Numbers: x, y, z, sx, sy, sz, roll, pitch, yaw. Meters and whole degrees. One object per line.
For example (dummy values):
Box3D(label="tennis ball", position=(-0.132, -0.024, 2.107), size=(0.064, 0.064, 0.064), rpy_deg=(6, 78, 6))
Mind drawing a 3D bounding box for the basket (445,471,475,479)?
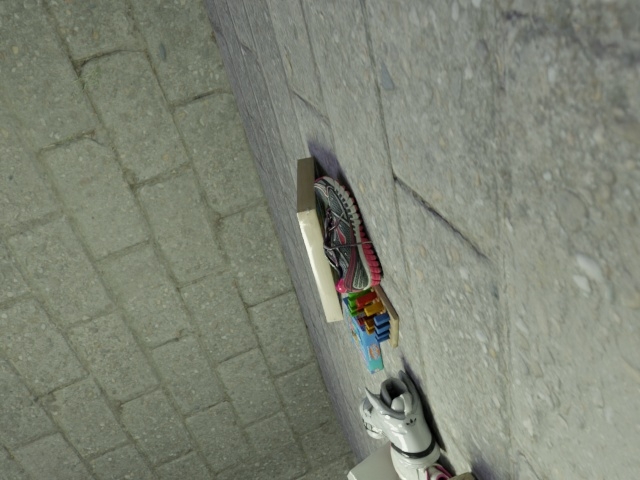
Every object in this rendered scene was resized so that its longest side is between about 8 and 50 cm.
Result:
Box3D(label="basket", position=(0.260, 0.739, 1.164), size=(0.266, 0.331, 0.328), rpy_deg=(-126, 18, -63))

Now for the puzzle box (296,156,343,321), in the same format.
Box3D(label="puzzle box", position=(0.000, 0.000, 1.585), size=(0.272, 0.052, 0.409), rpy_deg=(-92, -9, -51))

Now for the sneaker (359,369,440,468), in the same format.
Box3D(label="sneaker", position=(0.192, 0.455, 1.523), size=(0.210, 0.137, 0.366), rpy_deg=(71, 165, -12))

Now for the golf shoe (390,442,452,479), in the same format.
Box3D(label="golf shoe", position=(0.289, 0.617, 1.449), size=(0.306, 0.115, 0.140), rpy_deg=(47, 148, 47))

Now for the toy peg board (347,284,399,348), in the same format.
Box3D(label="toy peg board", position=(0.132, 0.193, 1.437), size=(0.161, 0.079, 0.161), rpy_deg=(81, 165, -53))

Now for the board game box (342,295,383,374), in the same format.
Box3D(label="board game box", position=(0.134, 0.296, 1.736), size=(0.160, 0.047, 0.210), rpy_deg=(-123, 16, -49))

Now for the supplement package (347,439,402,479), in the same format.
Box3D(label="supplement package", position=(0.220, 0.749, 1.699), size=(0.199, 0.198, 0.263), rpy_deg=(52, 165, 22))

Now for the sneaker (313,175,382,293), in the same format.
Box3D(label="sneaker", position=(0.048, -0.017, 1.348), size=(0.121, 0.112, 0.299), rpy_deg=(114, 135, -78))
